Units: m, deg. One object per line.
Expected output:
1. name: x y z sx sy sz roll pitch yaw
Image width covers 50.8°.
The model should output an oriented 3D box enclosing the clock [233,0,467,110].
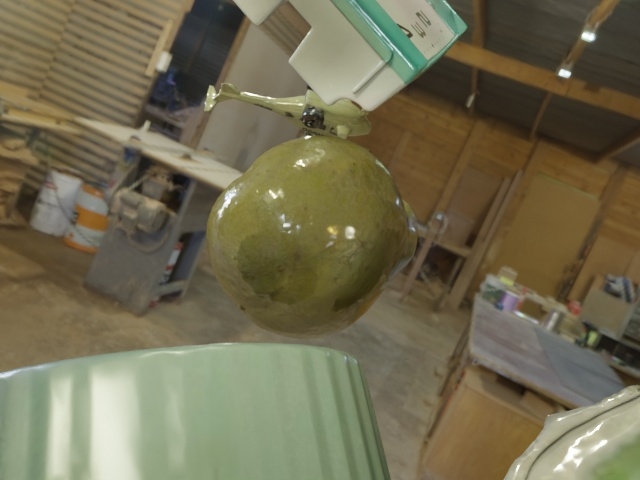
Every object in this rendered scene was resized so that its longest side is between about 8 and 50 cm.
1. clock: 0.023 -0.282 0.764 0.262 0.116 0.231 48 36 -6

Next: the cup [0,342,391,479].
1. cup: -0.052 0.260 0.323 0.310 0.392 0.401 5 -23 -33

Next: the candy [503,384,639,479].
1. candy: 0.399 0.361 0.775 0.426 0.186 0.386 -13 40 -4

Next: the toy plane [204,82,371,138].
1. toy plane: -0.050 -0.224 1.153 0.286 0.092 0.108 13 -32 -12

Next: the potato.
1. potato: 0.000 0.000 0.611 0.235 0.178 0.160 4 55 -55
